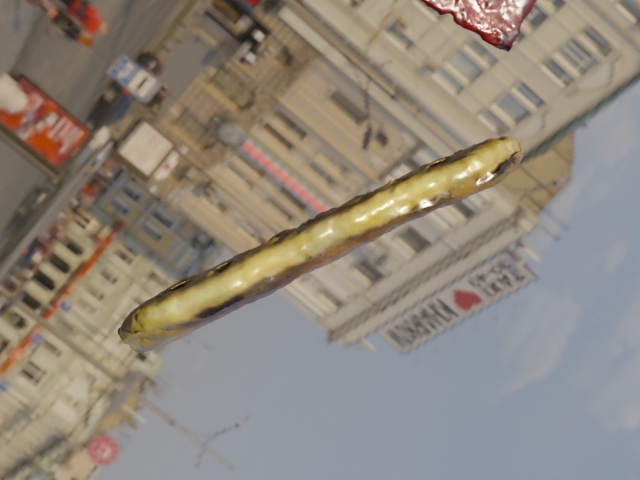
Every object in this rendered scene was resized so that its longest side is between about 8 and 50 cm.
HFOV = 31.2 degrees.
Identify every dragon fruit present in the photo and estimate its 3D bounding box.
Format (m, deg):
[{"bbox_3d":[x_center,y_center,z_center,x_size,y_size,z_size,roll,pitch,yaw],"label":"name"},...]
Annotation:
[{"bbox_3d":[0.085,-0.181,0.658,0.063,0.131,0.097,-45,-156,43],"label":"dragon fruit"}]

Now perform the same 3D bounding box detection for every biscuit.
[{"bbox_3d":[0.000,0.000,0.642,0.247,0.029,0.118,-26,-179,-3],"label":"biscuit"}]
